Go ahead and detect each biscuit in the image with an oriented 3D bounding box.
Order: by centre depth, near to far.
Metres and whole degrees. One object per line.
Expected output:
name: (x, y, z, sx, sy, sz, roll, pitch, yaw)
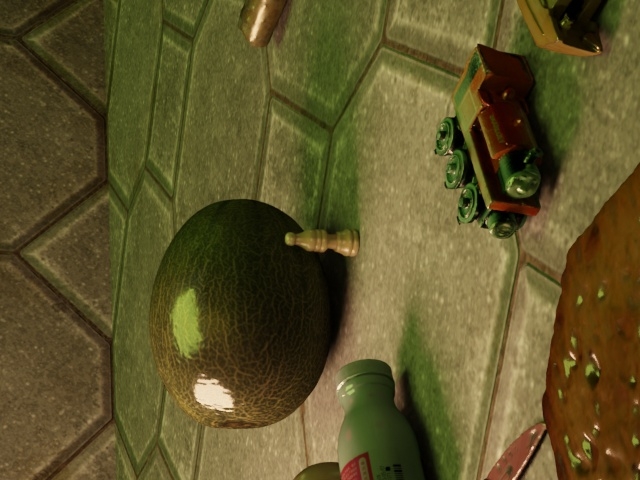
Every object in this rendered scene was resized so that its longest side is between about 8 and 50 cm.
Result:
biscuit: (0.261, 0.110, 1.008, 0.359, 0.046, 0.359, -175, 90, -72)

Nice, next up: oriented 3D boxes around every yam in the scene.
yam: (-0.064, -0.438, 2.081, 0.071, 0.067, 0.317, -88, 14, -56)

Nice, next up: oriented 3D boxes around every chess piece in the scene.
chess piece: (0.000, 0.000, 1.744, 0.035, 0.092, 0.035, -176, 90, -72)

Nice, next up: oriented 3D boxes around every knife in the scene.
knife: (0.164, 0.243, 1.322, 0.035, 0.018, 0.247, -99, 25, -44)

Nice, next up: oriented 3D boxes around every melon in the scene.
melon: (-0.103, 0.093, 1.804, 0.237, 0.238, 0.301, 139, 134, -65)

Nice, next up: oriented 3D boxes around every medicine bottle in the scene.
medicine bottle: (0.064, 0.234, 1.503, 0.090, 0.091, 0.216, 113, 155, -45)

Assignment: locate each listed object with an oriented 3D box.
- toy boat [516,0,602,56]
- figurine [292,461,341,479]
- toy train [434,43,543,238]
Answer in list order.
toy boat: (0.208, -0.243, 1.233, 0.077, 0.057, 0.200, 119, 151, -42)
figurine: (0.016, 0.311, 1.562, 0.125, 0.138, 0.125, -177, 90, -67)
toy train: (0.165, -0.089, 1.307, 0.175, 0.074, 0.118, -101, 27, -44)
